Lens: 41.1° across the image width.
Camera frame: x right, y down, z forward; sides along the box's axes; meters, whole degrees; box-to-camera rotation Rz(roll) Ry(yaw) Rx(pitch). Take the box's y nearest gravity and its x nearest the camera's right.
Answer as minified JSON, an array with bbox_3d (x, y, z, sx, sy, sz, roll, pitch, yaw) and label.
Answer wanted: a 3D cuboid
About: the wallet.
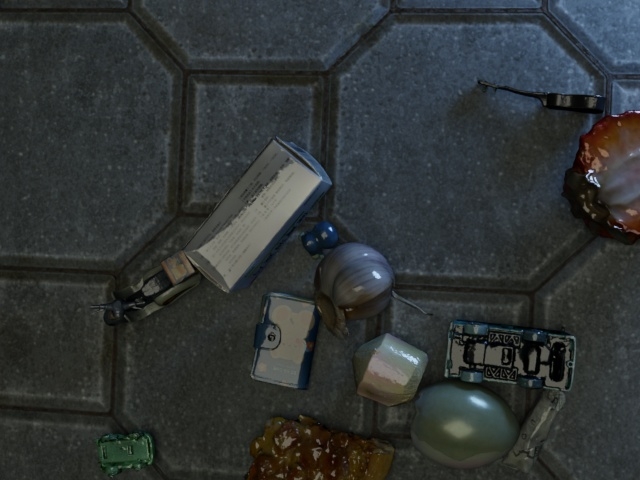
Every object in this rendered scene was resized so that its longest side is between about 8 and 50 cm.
[{"bbox_3d":[-0.077,0.220,1.899,0.141,0.059,0.202,11,93,2],"label":"wallet"}]

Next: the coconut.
[{"bbox_3d":[0.142,0.274,1.826,0.152,0.147,0.147,25,93,6],"label":"coconut"}]

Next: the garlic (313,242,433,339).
[{"bbox_3d":[0.094,0.134,1.819,0.256,0.207,0.207,40,95,-6],"label":"garlic"}]

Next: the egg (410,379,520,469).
[{"bbox_3d":[0.303,0.385,1.775,0.217,0.183,0.183,10,91,18],"label":"egg"}]

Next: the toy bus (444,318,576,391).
[{"bbox_3d":[0.396,0.236,1.783,0.256,0.147,0.128,5,91,13],"label":"toy bus"}]

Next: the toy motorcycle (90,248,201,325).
[{"bbox_3d":[-0.382,0.113,1.897,0.263,0.157,0.091,-33,83,5],"label":"toy motorcycle"}]

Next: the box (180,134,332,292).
[{"bbox_3d":[-0.130,-0.057,1.852,0.145,0.173,0.333,40,95,5],"label":"box"}]

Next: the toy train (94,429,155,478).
[{"bbox_3d":[-0.449,0.480,1.946,0.149,0.081,0.099,-9,88,3],"label":"toy train"}]

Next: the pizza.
[{"bbox_3d":[-0.032,0.510,1.868,0.408,0.114,0.278,-20,91,5],"label":"pizza"}]

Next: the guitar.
[{"bbox_3d":[0.466,-0.306,1.822,0.271,0.084,0.038,11,93,15],"label":"guitar"}]

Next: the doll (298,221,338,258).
[{"bbox_3d":[0.000,0.000,1.896,0.083,0.050,0.076,-32,89,5],"label":"doll"}]

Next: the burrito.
[{"bbox_3d":[0.457,0.404,1.816,0.064,0.064,0.203,28,95,8],"label":"burrito"}]

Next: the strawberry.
[{"bbox_3d":[0.664,-0.141,1.758,0.336,0.149,0.265,-34,78,-4],"label":"strawberry"}]
